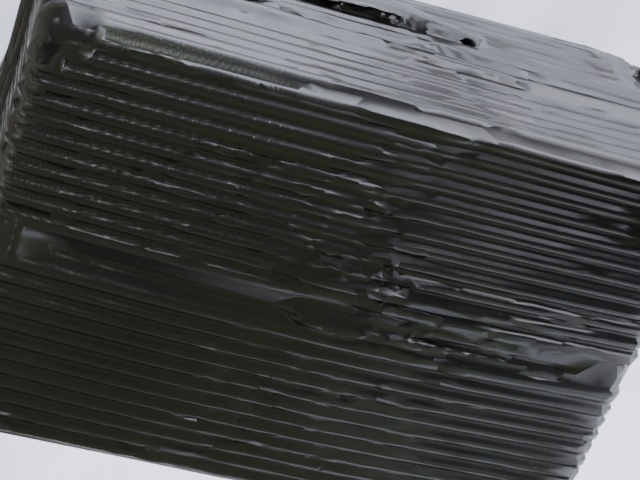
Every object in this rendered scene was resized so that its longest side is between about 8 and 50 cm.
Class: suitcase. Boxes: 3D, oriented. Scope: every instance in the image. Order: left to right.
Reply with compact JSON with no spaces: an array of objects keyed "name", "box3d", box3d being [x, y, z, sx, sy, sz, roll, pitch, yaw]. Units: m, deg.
[{"name":"suitcase","box3d":[0.000,0.000,0.929,0.152,0.335,0.230,-104,-149,-58]}]
